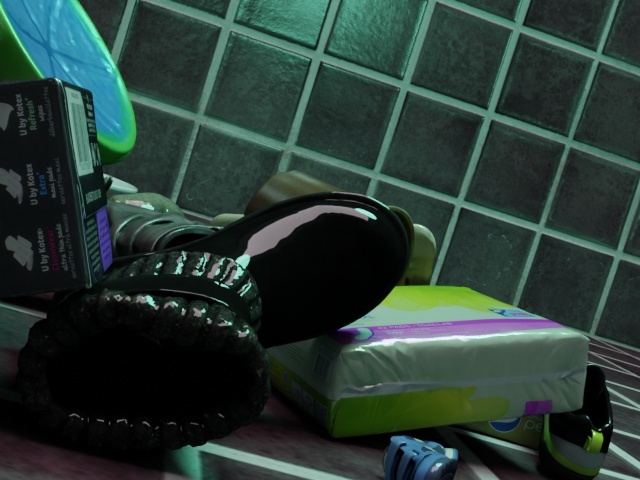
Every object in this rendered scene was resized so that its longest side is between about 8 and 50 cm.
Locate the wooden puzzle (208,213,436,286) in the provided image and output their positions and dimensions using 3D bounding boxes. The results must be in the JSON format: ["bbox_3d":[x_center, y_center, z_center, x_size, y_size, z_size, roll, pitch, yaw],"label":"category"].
[{"bbox_3d":[0.009,0.057,1.484,0.322,0.080,0.348,4,-17,5],"label":"wooden puzzle"}]

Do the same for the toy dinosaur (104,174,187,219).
[{"bbox_3d":[-0.239,-0.003,1.278,0.314,0.160,0.121,14,5,-39],"label":"toy dinosaur"}]

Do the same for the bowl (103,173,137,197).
[{"bbox_3d":[-0.431,-0.059,1.422,0.298,0.134,0.298,18,4,-1],"label":"bowl"}]

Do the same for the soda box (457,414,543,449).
[{"bbox_3d":[0.239,0.210,1.163,0.181,0.058,0.061,17,3,-6],"label":"soda box"}]

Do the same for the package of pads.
[{"bbox_3d":[0.096,0.117,1.033,0.297,0.101,0.229,0,10,-25],"label":"package of pads"}]

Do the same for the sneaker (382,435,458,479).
[{"bbox_3d":[0.075,0.185,0.762,0.059,0.053,0.144,19,-5,9],"label":"sneaker"}]

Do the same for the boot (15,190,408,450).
[{"bbox_3d":[-0.061,0.055,0.780,0.348,0.131,0.260,-18,7,-12],"label":"boot"}]

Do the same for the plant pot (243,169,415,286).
[{"bbox_3d":[0.000,0.000,1.195,0.165,0.167,0.167,32,11,34],"label":"plant pot"}]

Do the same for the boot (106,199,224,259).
[{"bbox_3d":[-0.237,0.000,1.034,0.223,0.118,0.338,9,10,39],"label":"boot"}]

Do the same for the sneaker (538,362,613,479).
[{"bbox_3d":[0.295,0.171,1.085,0.084,0.097,0.234,19,30,-4],"label":"sneaker"}]

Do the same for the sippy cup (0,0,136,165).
[{"bbox_3d":[-0.325,-0.131,0.888,0.305,0.224,0.240,53,14,-42],"label":"sippy cup"}]

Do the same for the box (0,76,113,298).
[{"bbox_3d":[-0.296,-0.027,0.683,0.270,0.143,0.165,-8,6,-6],"label":"box"}]
